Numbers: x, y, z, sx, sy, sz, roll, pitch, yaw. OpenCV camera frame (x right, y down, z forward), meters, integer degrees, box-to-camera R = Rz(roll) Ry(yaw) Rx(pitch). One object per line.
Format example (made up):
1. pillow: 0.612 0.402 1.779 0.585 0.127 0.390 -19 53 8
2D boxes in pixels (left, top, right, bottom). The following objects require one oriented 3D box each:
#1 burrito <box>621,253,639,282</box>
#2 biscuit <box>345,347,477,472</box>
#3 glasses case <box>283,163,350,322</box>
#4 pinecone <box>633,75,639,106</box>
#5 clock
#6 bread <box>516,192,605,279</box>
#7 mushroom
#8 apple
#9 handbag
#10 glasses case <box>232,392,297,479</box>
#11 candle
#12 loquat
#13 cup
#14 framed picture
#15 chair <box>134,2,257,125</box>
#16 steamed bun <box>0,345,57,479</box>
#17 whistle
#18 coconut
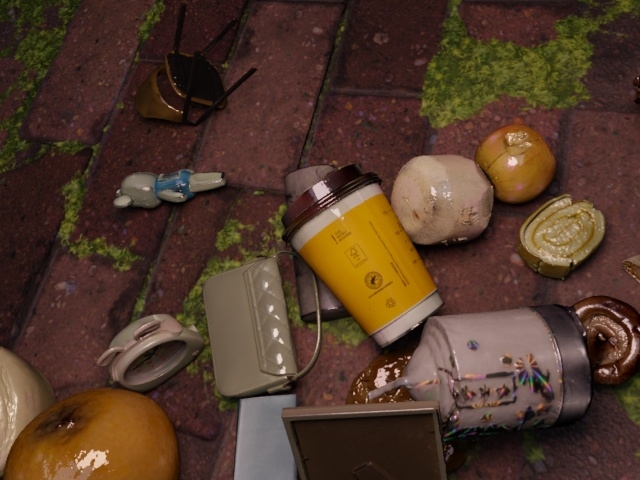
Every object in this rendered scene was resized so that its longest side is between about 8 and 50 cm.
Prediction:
1. burrito: 0.615 0.019 0.953 0.226 0.060 0.087 -26 58 3
2. biscuit: 0.150 0.281 0.967 0.226 0.042 0.226 -5 66 10
3. glasses case: 0.000 0.000 1.114 0.114 0.060 0.299 -13 65 10
4. pinecone: 0.626 -0.255 1.022 0.174 0.173 0.173 -5 66 12
5. clock: -0.299 0.190 1.033 0.151 0.191 0.062 -37 64 -4
6. bread: 0.413 -0.010 1.015 0.156 0.064 0.117 -40 68 -6
7. mushroom: 0.431 0.171 0.925 0.135 0.080 0.170 30 77 35
8. apple: 0.347 -0.137 1.046 0.146 0.146 0.146 -5 66 12
9. handbag: -0.093 0.145 1.050 0.219 0.079 0.256 -22 63 18
10. glasses case: -0.084 0.374 0.925 0.105 0.056 0.266 -7 45 5
11. candle: 0.219 0.195 0.866 0.330 0.187 0.187 -4 65 -8
12. loquat: -0.358 0.361 0.943 0.263 0.263 0.263 -5 66 12
13. cup: 0.072 0.026 0.980 0.196 0.196 0.279 -35 84 -2
14. framed picture: 0.076 0.345 0.847 0.211 0.289 0.020 -6 28 12
15. chair: -0.283 -0.362 1.295 0.247 0.172 0.158 -45 54 42
16. steamed bun: -0.568 0.296 1.051 0.155 0.200 0.250 -26 70 -17
17. whistle: -0.312 -0.110 1.235 0.236 0.077 0.114 -7 37 4
18. coconut: 0.222 -0.069 1.037 0.183 0.171 0.171 -4 59 -31
